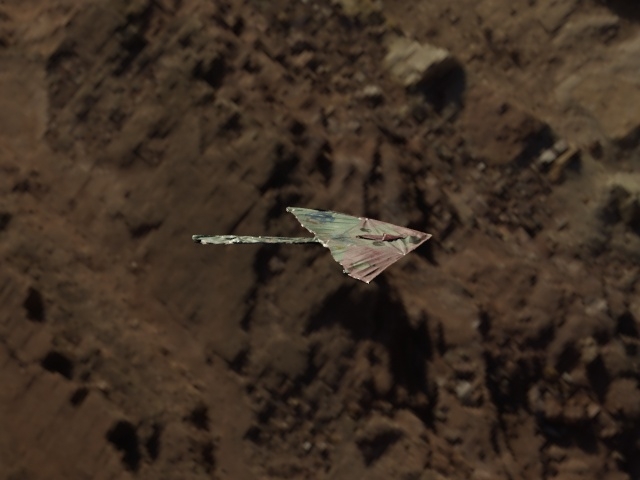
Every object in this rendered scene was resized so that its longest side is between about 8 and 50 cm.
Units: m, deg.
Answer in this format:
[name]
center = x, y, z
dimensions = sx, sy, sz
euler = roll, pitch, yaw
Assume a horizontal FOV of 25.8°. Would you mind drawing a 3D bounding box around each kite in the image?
[kite]
center = 0.000, 0.001, 0.851
dimensions = 0.137, 0.153, 0.005
euler = -137, 47, -61
